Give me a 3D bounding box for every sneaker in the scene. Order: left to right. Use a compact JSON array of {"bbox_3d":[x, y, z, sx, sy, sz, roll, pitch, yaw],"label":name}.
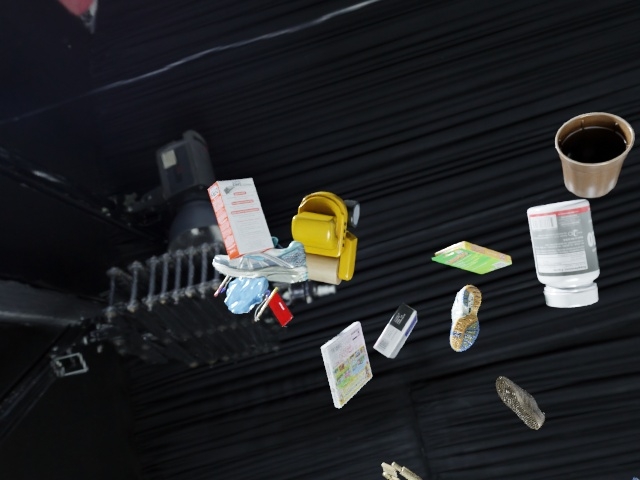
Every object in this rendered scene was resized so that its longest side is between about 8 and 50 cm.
[{"bbox_3d":[-0.163,0.044,1.360,0.110,0.282,0.122,0,-87,-71],"label":"sneaker"},{"bbox_3d":[0.635,0.351,2.194,0.131,0.111,0.297,114,176,-73],"label":"sneaker"},{"bbox_3d":[0.643,0.512,1.593,0.071,0.066,0.188,-23,-108,-42],"label":"sneaker"}]

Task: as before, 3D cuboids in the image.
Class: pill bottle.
[{"bbox_3d":[0.695,0.035,1.406,0.161,0.161,0.283,-26,-73,-83],"label":"pill bottle"}]

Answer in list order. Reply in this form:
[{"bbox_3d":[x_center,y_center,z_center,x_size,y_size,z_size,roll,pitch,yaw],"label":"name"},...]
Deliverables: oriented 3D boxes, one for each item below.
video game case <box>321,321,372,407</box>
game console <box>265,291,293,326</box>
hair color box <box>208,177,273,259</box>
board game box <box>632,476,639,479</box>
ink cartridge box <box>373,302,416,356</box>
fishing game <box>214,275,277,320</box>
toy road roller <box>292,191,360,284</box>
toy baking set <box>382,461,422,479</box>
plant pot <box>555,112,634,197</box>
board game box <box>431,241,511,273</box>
[{"bbox_3d":[0.092,0.409,1.653,0.227,0.026,0.207,-22,-79,-55],"label":"video game case"},{"bbox_3d":[-0.173,0.309,2.217,0.085,0.124,0.144,-12,-118,-55],"label":"game console"},{"bbox_3d":[-0.176,-0.049,1.095,0.093,0.053,0.167,-12,-98,-41],"label":"hair color box"},{"bbox_3d":[0.958,0.813,1.449,0.194,0.060,0.194,96,-166,-78],"label":"board game box"},{"bbox_3d":[0.276,0.329,1.756,0.069,0.176,0.371,31,174,19],"label":"ink cartridge box"},{"bbox_3d":[-0.262,0.180,1.783,0.041,0.264,0.189,47,-113,-45],"label":"fishing game"},{"bbox_3d":[0.000,0.000,1.684,0.240,0.202,0.330,-32,-52,-67],"label":"toy road roller"},{"bbox_3d":[0.353,0.957,1.943,0.030,0.256,0.197,-50,-22,-34],"label":"toy baking set"},{"bbox_3d":[0.688,-0.204,1.251,0.165,0.166,0.167,53,-159,-50],"label":"plant pot"},{"bbox_3d":[0.493,0.058,1.615,0.259,0.124,0.039,12,-116,-34],"label":"board game box"}]
